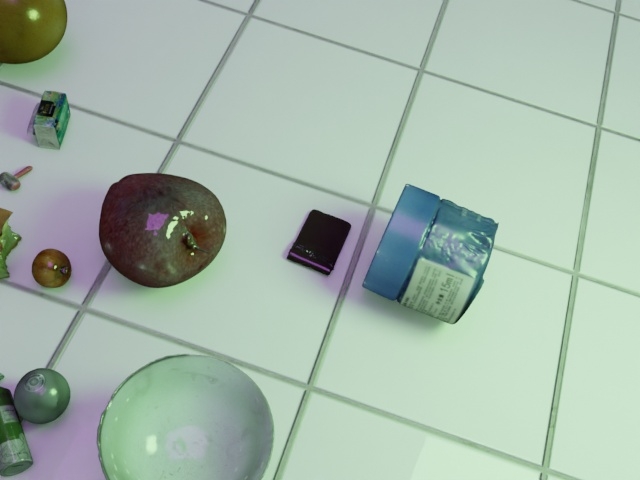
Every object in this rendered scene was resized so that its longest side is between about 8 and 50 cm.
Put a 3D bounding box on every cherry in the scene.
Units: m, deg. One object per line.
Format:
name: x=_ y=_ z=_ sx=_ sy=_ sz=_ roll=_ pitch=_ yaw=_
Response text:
cherry: x=-0.342 y=-0.028 z=1.741 sx=0.307 sy=0.221 sz=0.261 roll=34 pitch=49 yaw=29

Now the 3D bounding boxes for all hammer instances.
hammer: x=-0.686 y=-0.147 z=1.880 sx=0.052 sy=0.031 sz=0.083 roll=35 pitch=47 yaw=11

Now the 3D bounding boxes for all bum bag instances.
bum bag: x=0.000 y=0.000 z=1.887 sx=0.109 sy=0.026 sz=0.159 roll=21 pitch=55 yaw=6

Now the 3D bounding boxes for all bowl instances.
bowl: x=-0.246 y=0.378 z=1.521 sx=0.313 sy=0.146 sz=0.313 roll=5 pitch=56 yaw=-7

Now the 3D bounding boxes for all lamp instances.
lamp: x=-0.525 y=0.292 z=1.561 sx=0.105 sy=0.105 sz=0.105 roll=4 pitch=56 yaw=-6

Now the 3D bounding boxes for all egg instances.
egg: x=-0.774 y=-0.559 z=2.008 sx=0.322 sy=0.250 sz=0.250 roll=13 pitch=55 yaw=13

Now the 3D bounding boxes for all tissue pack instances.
tissue pack: x=-0.640 y=-0.284 z=1.943 sx=0.079 sy=0.085 sz=0.111 roll=6 pitch=56 yaw=-3

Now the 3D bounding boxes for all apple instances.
apple: x=-0.563 y=0.059 z=1.729 sx=0.071 sy=0.084 sz=0.084 roll=-2 pitch=52 yaw=21

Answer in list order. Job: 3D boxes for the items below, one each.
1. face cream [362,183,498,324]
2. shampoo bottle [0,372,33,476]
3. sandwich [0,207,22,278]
face cream: x=0.236 y=0.031 z=1.771 sx=0.225 sy=0.249 sz=0.249 roll=24 pitch=56 yaw=3
shampoo bottle: x=-0.594 y=0.335 z=1.548 sx=0.065 sy=0.065 sz=0.204 roll=-19 pitch=61 yaw=-20
sandwich: x=-0.736 y=0.027 z=1.702 sx=0.186 sy=0.108 sz=0.220 roll=20 pitch=54 yaw=6
